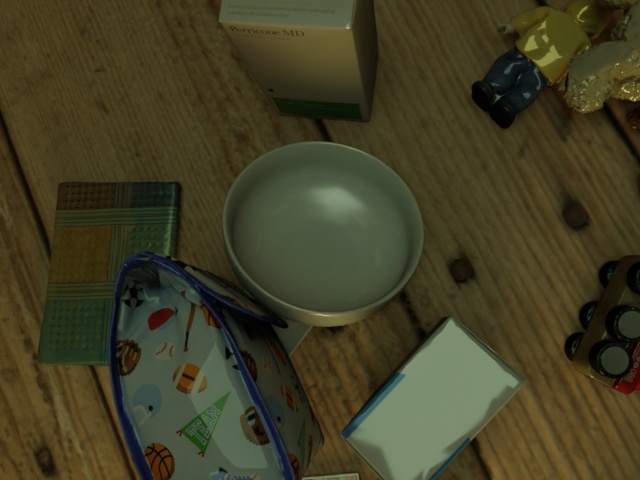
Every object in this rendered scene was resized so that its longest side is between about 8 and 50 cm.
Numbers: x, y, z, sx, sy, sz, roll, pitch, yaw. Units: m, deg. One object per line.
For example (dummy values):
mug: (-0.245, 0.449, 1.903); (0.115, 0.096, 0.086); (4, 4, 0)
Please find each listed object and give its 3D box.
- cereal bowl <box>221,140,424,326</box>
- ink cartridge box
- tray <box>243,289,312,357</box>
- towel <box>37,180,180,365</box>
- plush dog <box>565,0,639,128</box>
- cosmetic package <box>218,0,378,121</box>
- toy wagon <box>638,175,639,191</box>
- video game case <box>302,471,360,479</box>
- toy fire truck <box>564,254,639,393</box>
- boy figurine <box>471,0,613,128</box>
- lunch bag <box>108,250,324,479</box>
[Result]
cereal bowl: (0.000, 0.000, 0.971); (0.339, 0.141, 0.338); (3, 58, -5)
ink cartridge box: (0.169, 0.235, 0.860); (0.129, 0.307, 0.223); (42, 92, 14)
tray: (-0.101, 0.159, 1.055); (0.145, 0.030, 0.270); (37, 90, 11)
towel: (-0.416, 0.065, 1.117); (0.272, 0.040, 0.370); (1, 81, 9)
plush dog: (0.553, -0.307, 0.909); (0.211, 0.225, 0.262); (20, 95, 44)
cosmetic package: (-0.013, -0.335, 0.929); (0.197, 0.365, 0.155); (7, 84, 11)
toy wagon: (0.700, -0.018, 0.923); (0.267, 0.068, 0.344); (-9, 82, 9)
video game case: (0.015, 0.467, 1.008); (0.122, 0.011, 0.087); (-8, 82, 9)
toy fire truck: (0.565, 0.165, 0.894); (0.246, 0.158, 0.217); (27, 88, 0)
boy figurine: (0.400, -0.343, 1.001); (0.285, 0.092, 0.177); (-45, 78, 1)
lunch bag: (-0.159, 0.207, 0.877); (0.239, 0.328, 0.385); (-26, 78, 1)
